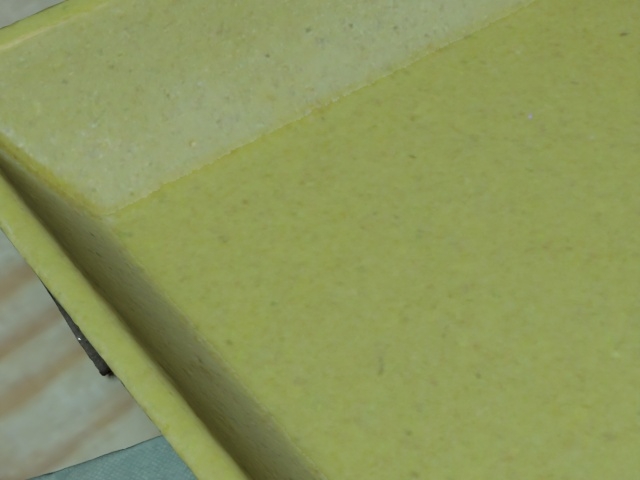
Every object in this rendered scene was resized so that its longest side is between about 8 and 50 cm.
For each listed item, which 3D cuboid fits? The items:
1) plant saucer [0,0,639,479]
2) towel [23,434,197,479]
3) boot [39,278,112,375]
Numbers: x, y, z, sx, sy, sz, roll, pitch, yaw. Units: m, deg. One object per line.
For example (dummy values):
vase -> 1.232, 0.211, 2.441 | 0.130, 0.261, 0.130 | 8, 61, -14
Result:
plant saucer -> 0.090, -0.004, 0.503 | 0.333, 0.081, 0.333 | -29, 52, -21
towel -> -0.004, 0.161, 0.445 | 0.312, 0.056, 0.324 | -21, 40, -7
boot -> 0.000, 0.000, 0.636 | 0.207, 0.090, 0.248 | -34, 68, -12
